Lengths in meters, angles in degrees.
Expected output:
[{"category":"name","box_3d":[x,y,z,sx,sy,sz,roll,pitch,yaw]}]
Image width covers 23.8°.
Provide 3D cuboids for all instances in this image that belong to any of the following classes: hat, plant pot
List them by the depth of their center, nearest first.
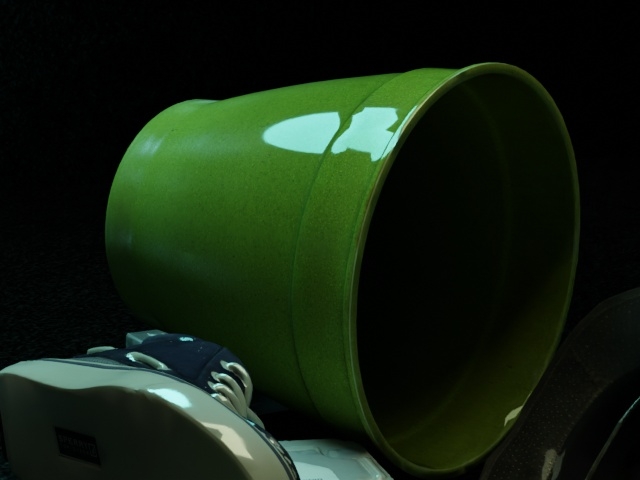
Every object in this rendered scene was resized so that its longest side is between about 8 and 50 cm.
[{"category":"hat","box_3d":[0.266,0.170,1.122,0.134,0.331,0.331,39,-2,-19]},{"category":"plant pot","box_3d":[0.000,0.000,1.425,0.353,0.366,0.366,12,15,37]}]

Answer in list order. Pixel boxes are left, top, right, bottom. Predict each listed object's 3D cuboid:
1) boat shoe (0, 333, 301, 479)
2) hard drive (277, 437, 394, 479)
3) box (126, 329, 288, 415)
[{"category":"boat shoe","box_3d":[-0.086,0.128,1.061,0.158,0.127,0.340,-16,18,-37]},{"category":"hard drive","box_3d":[-0.040,0.223,1.093,0.237,0.064,0.339,-1,10,-14]},{"category":"box","box_3d":[-0.064,0.130,1.614,0.231,0.056,0.183,-5,13,-32]}]
